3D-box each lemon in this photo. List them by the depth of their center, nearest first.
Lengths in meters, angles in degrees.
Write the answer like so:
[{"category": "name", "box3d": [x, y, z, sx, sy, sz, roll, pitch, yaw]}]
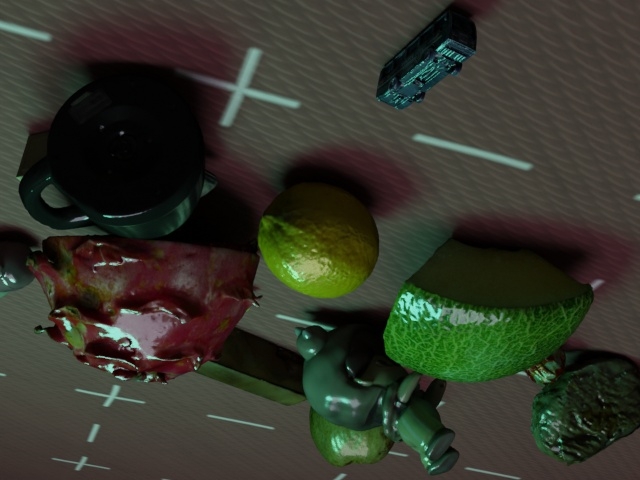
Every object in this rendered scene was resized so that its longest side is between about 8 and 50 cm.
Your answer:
[{"category": "lemon", "box3d": [-0.002, -0.002, 1.606, 0.193, 0.180, 0.180, 41, 143, -11]}]

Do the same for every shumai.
[{"category": "shumai", "box3d": [0.525, 0.339, 2.133, 0.255, 0.189, 0.218, -22, 178, -13]}]

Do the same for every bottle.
[{"category": "bottle", "box3d": [-0.627, 0.057, 1.921, 0.233, 0.110, 0.110, -9, 148, 28]}]

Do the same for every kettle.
[{"category": "kettle", "box3d": [-0.271, -0.076, 1.486, 0.207, 0.251, 0.271, 41, 169, 11]}]

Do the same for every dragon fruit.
[{"category": "dragon fruit", "box3d": [-0.282, 0.106, 1.712, 0.371, 0.249, 0.386, 4, 174, 16]}]

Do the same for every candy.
[{"category": "candy", "box3d": [0.349, 0.198, 2.006, 0.287, 0.084, 0.078, 25, 151, -17]}]

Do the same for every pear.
[{"category": "pear", "box3d": [0.071, 0.394, 2.272, 0.188, 0.211, 0.228, 14, 152, -17]}]

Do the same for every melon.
[{"category": "melon", "box3d": [0.262, 0.145, 1.809, 0.331, 0.226, 0.343, -6, 140, -11]}]

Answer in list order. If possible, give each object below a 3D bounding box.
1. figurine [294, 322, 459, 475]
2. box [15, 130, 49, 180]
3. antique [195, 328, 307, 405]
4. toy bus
[{"category": "figurine", "box3d": [0.112, 0.301, 2.001, 0.380, 0.203, 0.248, 36, -177, 39]}, {"category": "box", "box3d": [-0.410, -0.123, 1.566, 0.079, 0.083, 0.035, -8, 148, 27]}, {"category": "antique", "box3d": [-0.156, 0.259, 2.200, 0.310, 0.093, 0.087, 26, 147, -30]}, {"category": "toy bus", "box3d": [0.129, -0.220, 1.282, 0.047, 0.065, 0.166, 21, 151, -23]}]
